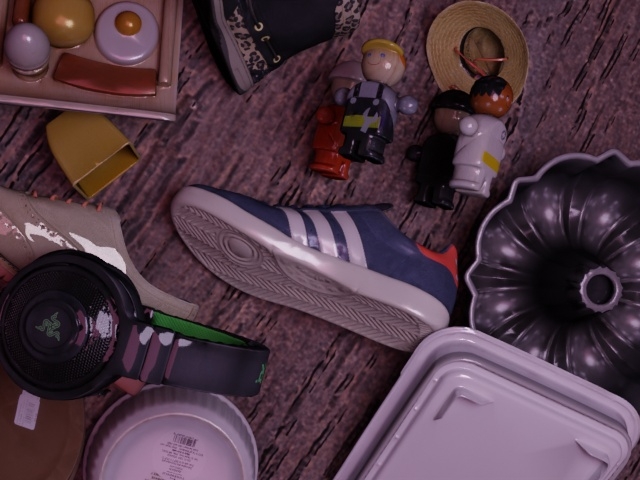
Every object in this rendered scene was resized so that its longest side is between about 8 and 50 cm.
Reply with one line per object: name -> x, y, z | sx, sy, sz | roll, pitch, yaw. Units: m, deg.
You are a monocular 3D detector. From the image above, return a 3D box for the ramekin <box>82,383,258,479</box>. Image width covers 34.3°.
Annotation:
ramekin -> -0.172, 0.269, 1.195 | 0.207, 0.109, 0.207 | 0, 90, -9

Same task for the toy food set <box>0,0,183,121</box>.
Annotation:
toy food set -> -0.261, -0.284, 1.159 | 0.220, 0.092, 0.306 | 5, 76, -9

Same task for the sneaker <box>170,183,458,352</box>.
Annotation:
sneaker -> 0.000, 0.000, 1.226 | 0.350, 0.131, 0.148 | 25, 56, 2

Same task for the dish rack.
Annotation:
dish rack -> 0.182, 0.283, 1.200 | 0.286, 0.072, 0.332 | 25, 115, -9

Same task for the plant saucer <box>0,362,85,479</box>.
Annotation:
plant saucer -> -0.360, 0.183, 1.109 | 0.278, 0.041, 0.277 | 26, 54, -42

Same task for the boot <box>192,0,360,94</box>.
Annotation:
boot -> -0.055, -0.294, 1.176 | 0.179, 0.085, 0.236 | -27, 139, -11

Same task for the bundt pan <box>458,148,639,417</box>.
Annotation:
bundt pan -> 0.318, 0.057, 1.264 | 0.331, 0.124, 0.330 | 0, 90, -8

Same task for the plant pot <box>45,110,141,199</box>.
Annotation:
plant pot -> -0.269, -0.109, 1.193 | 0.081, 0.081, 0.083 | -40, 83, -7

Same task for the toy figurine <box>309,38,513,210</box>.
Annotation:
toy figurine -> 0.105, -0.135, 1.186 | 0.213, 0.209, 0.148 | 16, 82, -10

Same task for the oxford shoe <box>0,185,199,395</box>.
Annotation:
oxford shoe -> -0.309, -0.005, 1.165 | 0.146, 0.140, 0.397 | -47, 108, -9

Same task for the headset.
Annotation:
headset -> -0.250, 0.103, 1.000 | 0.394, 0.243, 0.185 | 17, 87, -13

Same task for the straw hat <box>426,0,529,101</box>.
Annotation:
straw hat -> 0.203, -0.232, 1.270 | 0.144, 0.144, 0.061 | 55, 45, -6
